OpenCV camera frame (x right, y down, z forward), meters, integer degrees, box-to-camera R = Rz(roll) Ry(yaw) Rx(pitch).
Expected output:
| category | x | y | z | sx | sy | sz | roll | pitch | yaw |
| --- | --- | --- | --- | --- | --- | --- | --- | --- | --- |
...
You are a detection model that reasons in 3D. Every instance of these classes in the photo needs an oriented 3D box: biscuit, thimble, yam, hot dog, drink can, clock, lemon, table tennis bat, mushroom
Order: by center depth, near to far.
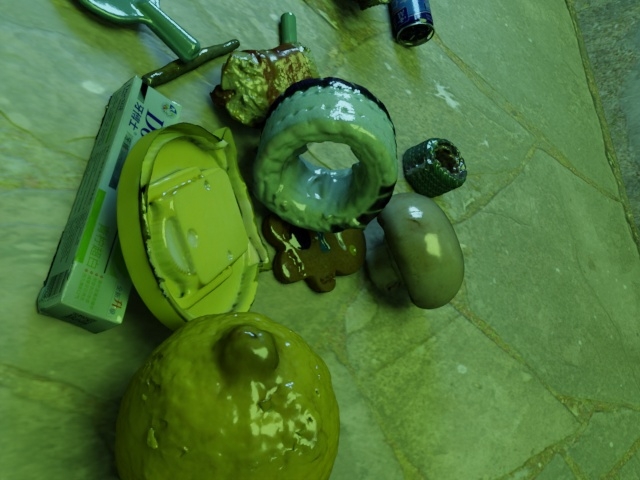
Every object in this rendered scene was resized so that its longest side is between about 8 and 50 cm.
| category | x | y | z | sx | sy | sz | roll | pitch | yaw |
| --- | --- | --- | --- | --- | --- | --- | --- | --- | --- |
| lemon | -0.100 | 0.208 | 0.672 | 0.245 | 0.320 | 0.245 | 10 | 44 | -10 |
| clock | -0.169 | -0.013 | 0.806 | 0.293 | 0.071 | 0.277 | -35 | 113 | -68 |
| table tennis bat | -0.277 | -0.359 | 0.900 | 0.244 | 0.040 | 0.153 | 42 | 48 | -14 |
| thimble | 0.003 | -0.129 | 0.955 | 0.237 | 0.237 | 0.150 | 41 | 35 | -27 |
| yam | -0.201 | -0.290 | 0.974 | 0.029 | 0.027 | 0.234 | 35 | 43 | 8 |
| hot dog | -0.090 | -0.259 | 1.028 | 0.213 | 0.103 | 0.146 | -15 | 106 | -37 |
| biscuit | 0.000 | 0.000 | 1.056 | 0.236 | 0.039 | 0.180 | -12 | 81 | -50 |
| mushroom | 0.170 | 0.021 | 1.135 | 0.226 | 0.178 | 0.227 | -14 | 90 | -81 |
| thimble | 0.255 | -0.164 | 1.350 | 0.135 | 0.090 | 0.119 | 25 | 54 | -35 |
| drink can | 0.215 | -0.601 | 1.490 | 0.097 | 0.097 | 0.235 | 8 | 68 | -44 |

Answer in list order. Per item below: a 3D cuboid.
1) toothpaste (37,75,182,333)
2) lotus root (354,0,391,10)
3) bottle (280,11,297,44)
| category | x | y | z | sx | sy | sz | roll | pitch | yaw |
| --- | --- | --- | --- | --- | --- | --- | --- | --- | --- |
| toothpaste | -0.262 | -0.056 | 0.781 | 0.081 | 0.067 | 0.337 | 32 | 53 | -37 |
| lotus root | 0.100 | -0.676 | 1.331 | 0.179 | 0.196 | 0.398 | 6 | 72 | -39 |
| bottle | -0.060 | -0.393 | 1.161 | 0.030 | 0.030 | 0.083 | 14 | 65 | -42 |
